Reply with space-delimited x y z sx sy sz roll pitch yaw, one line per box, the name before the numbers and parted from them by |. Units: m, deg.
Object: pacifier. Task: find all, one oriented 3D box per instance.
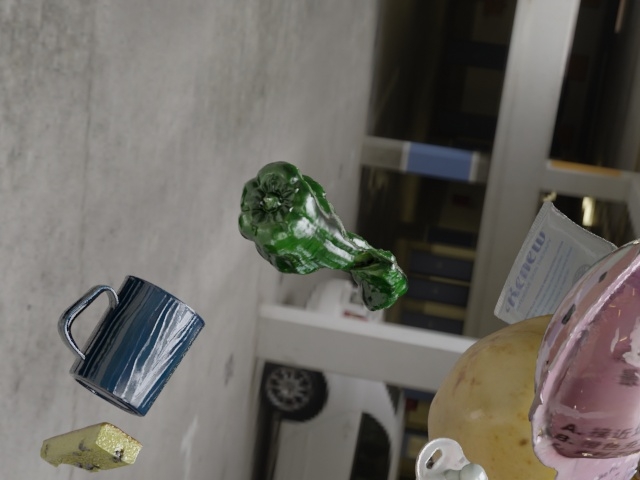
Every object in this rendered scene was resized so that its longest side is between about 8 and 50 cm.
pacifier | 0.148 0.261 1.101 0.081 0.099 0.078 -47 -173 -31

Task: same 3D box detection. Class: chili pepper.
chili pepper | 0.001 0.001 0.958 0.083 0.099 0.253 -50 146 4

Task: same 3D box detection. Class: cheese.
cheese | 0.191 0.098 0.643 0.189 0.074 0.286 -19 132 -29

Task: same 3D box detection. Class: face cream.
face cream | 0.414 0.090 1.692 0.420 0.137 0.234 -126 -125 -70

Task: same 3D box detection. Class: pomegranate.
pomegranate | 0.321 0.258 1.334 0.342 0.343 0.342 10 90 -81

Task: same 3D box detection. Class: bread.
bread | -0.400 0.362 1.758 0.226 0.088 0.049 -24 -142 48

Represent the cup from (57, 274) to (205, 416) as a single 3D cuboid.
cup | -0.240 0.123 1.245 0.138 0.150 0.113 -60 -178 -19
